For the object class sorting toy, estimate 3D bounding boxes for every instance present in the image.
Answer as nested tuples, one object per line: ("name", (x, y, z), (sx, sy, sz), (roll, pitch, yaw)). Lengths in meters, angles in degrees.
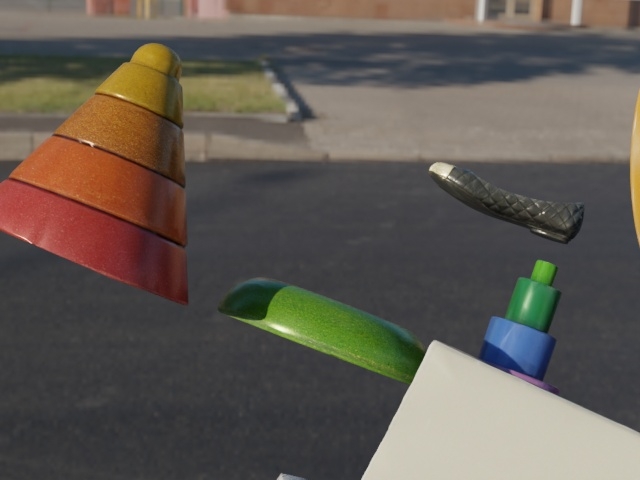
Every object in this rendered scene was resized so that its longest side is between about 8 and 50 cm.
("sorting toy", (0.000, 0.000, 0.678), (0.365, 0.126, 0.127), (22, -5, -25))

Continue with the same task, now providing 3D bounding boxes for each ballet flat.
("ballet flat", (0.198, -0.047, 1.299), (0.173, 0.049, 0.057), (23, -5, 3))

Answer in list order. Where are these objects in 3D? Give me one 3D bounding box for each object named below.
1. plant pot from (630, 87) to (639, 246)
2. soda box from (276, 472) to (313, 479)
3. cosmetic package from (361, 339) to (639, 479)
("plant pot", (0.334, -0.050, 0.798), (0.188, 0.205, 0.205), (3, 11, 38))
("soda box", (-0.011, 0.274, 0.940), (0.058, 0.063, 0.183), (17, 34, -21))
("cosmetic package", (0.157, 0.183, 0.555), (0.296, 0.129, 0.153), (24, -22, 18))
